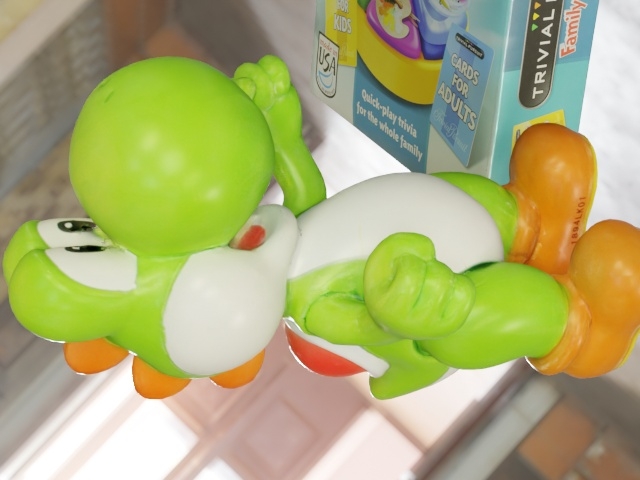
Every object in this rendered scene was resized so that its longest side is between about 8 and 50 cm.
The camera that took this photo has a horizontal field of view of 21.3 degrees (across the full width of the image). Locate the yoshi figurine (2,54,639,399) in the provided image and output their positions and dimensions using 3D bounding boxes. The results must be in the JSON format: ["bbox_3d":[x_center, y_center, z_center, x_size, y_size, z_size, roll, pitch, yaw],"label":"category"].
[{"bbox_3d":[0.007,-0.018,0.959,0.203,0.362,0.203,149,118,-69],"label":"yoshi figurine"}]

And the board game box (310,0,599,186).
[{"bbox_3d":[0.092,-0.216,1.181,0.254,0.079,0.336,42,135,51],"label":"board game box"}]
